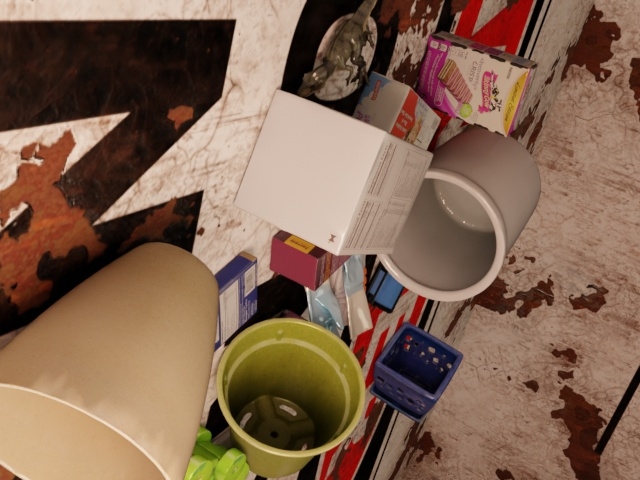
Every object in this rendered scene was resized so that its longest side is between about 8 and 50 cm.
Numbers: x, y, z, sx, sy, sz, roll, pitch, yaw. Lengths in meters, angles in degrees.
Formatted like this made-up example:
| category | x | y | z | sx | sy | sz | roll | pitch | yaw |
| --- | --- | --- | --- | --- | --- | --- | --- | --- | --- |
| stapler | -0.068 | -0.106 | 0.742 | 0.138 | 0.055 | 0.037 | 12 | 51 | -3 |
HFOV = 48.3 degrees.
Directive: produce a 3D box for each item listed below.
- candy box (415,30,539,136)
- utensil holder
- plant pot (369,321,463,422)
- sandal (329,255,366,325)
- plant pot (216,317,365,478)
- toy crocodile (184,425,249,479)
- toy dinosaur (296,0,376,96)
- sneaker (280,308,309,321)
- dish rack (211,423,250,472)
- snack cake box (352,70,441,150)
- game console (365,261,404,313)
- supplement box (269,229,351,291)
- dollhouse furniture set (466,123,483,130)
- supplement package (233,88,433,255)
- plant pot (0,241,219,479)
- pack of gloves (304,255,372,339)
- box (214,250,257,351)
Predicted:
| category | x | y | z | sx | sy | sz | roll | pitch | yaw |
| --- | --- | --- | --- | --- | --- | --- | --- | --- | --- |
| candy box | 0.333 | -0.343 | 1.557 | 0.071 | 0.233 | 0.159 | -37 | 145 | -50 |
| utensil holder | 0.349 | -0.079 | 1.775 | 0.385 | 0.328 | 0.327 | -39 | 148 | -52 |
| plant pot | 0.311 | 0.458 | 2.408 | 0.236 | 0.236 | 0.212 | -45 | 157 | -41 |
| sandal | 0.050 | 0.059 | 1.577 | 0.102 | 0.076 | 0.265 | 24 | 71 | -47 |
| plant pot | -0.076 | 0.333 | 1.390 | 0.276 | 0.276 | 0.254 | -47 | 165 | -37 |
| toy crocodile | -0.229 | 0.399 | 1.249 | 0.105 | 0.115 | 0.340 | -64 | 156 | -3 |
| toy dinosaur | 0.055 | -0.330 | 1.181 | 0.268 | 0.064 | 0.118 | -64 | 152 | -10 |
| sneaker | -0.058 | 0.238 | 1.514 | 0.104 | 0.095 | 0.236 | -44 | 153 | -25 |
| dish rack | -0.245 | 0.570 | 1.478 | 0.285 | 0.072 | 0.332 | -24 | 136 | -60 |
| snack cake box | 0.151 | -0.227 | 1.468 | 0.152 | 0.089 | 0.264 | -64 | 158 | 5 |
| game console | 0.179 | 0.127 | 1.946 | 0.122 | 0.071 | 0.107 | -63 | 159 | -4 |
| supplement box | 0.000 | 0.000 | 1.354 | 0.188 | 0.104 | 0.080 | -42 | 149 | -44 |
| dollhouse furniture set | 0.454 | -0.377 | 2.074 | 0.144 | 0.123 | 0.151 | -49 | -172 | -34 |
| supplement package | 0.031 | -0.104 | 1.180 | 0.263 | 0.199 | 0.198 | 0 | 113 | -66 |
| plant pot | -0.229 | 0.139 | 0.846 | 0.256 | 0.257 | 0.274 | 92 | 16 | -45 |
| pack of gloves | 0.048 | 0.103 | 1.478 | 0.195 | 0.046 | 0.232 | -19 | 103 | -47 |
| box | -0.183 | 0.131 | 1.175 | 0.225 | 0.037 | 0.136 | -45 | 151 | -42 |
